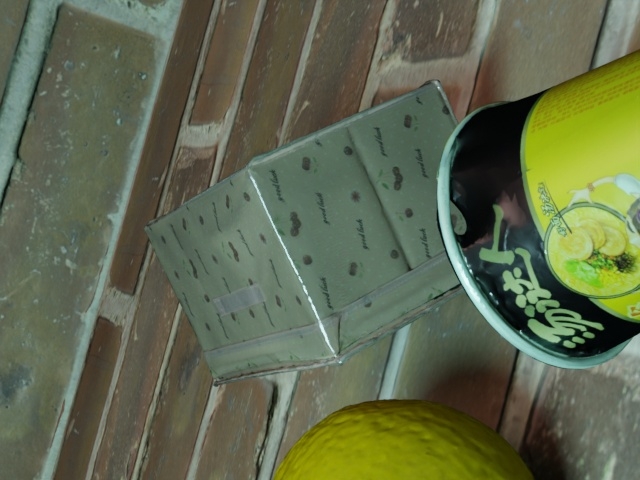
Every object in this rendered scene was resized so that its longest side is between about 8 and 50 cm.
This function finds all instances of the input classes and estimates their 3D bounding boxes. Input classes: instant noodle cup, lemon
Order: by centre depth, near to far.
[{"bbox_3d":[0.230,-0.042,0.861,0.236,0.215,0.215,-29,49,47],"label":"instant noodle cup"},{"bbox_3d":[0.063,0.234,0.999,0.228,0.228,0.253,-67,23,17],"label":"lemon"}]

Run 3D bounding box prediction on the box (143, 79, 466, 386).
[{"bbox_3d":[0.000,0.000,1.229,0.297,0.225,0.190,-19,97,62],"label":"box"}]
